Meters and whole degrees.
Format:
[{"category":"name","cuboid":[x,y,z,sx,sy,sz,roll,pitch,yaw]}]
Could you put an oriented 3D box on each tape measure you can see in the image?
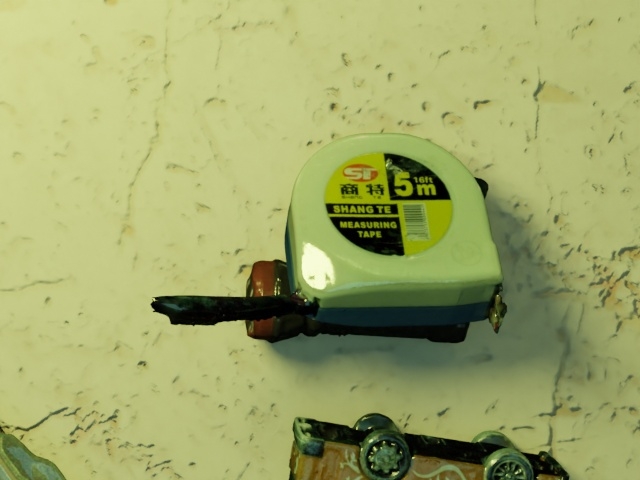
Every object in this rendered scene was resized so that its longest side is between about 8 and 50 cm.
[{"category":"tape measure","cuboid":[0.000,0.000,1.806,0.351,0.098,0.215,0,54,-11]}]

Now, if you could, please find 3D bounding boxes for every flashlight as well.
[{"category":"flashlight","cuboid":[0.040,0.069,1.877,0.232,0.093,0.093,4,93,-8]}]

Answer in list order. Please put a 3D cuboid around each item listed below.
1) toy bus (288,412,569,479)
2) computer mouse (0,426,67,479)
[{"category":"toy bus","cuboid":[0.098,0.272,1.861,0.275,0.138,0.167,10,94,-5]},{"category":"computer mouse","cuboid":[-0.369,0.272,1.855,0.199,0.115,0.389,-34,82,-17]}]
